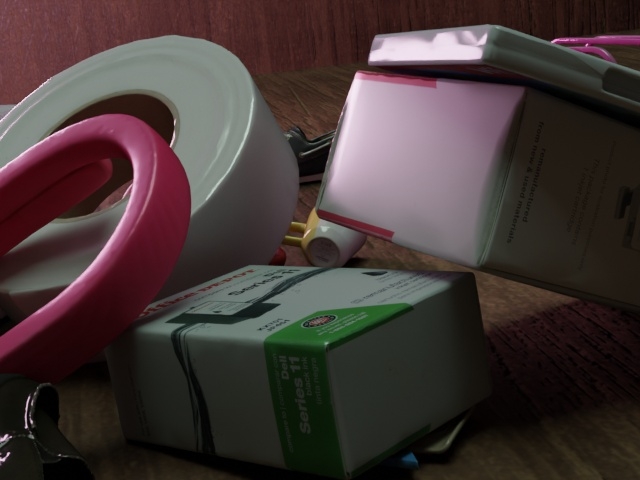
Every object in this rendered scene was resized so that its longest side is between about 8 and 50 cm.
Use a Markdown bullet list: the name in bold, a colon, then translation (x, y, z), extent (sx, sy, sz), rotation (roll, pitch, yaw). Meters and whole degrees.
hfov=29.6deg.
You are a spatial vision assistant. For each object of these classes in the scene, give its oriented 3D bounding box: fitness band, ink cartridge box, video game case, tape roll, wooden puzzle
- **fitness band**: translation (-0.214, 0.026, 0.846), extent (0.291, 0.054, 0.209), rotation (-35, 36, 13)
- **ink cartridge box**: translation (-0.019, 0.076, 0.788), extent (0.208, 0.086, 0.153), rotation (0, 15, 42)
- **ink cartridge box**: translation (0.173, -0.023, 0.863), extent (0.283, 0.117, 0.207), rotation (14, 2, -31)
- **video game case**: translation (0.195, -0.090, 0.813), extent (0.285, 0.025, 0.204), rotation (15, 3, -18)
- **tape roll**: translation (-0.165, -0.040, 1.020), extent (0.286, 0.100, 0.286), rotation (-14, 46, 15)
- **wooden puzzle**: translation (0.057, 0.120, 0.769), extent (0.079, 0.014, 0.116), rotation (-3, 13, 30)

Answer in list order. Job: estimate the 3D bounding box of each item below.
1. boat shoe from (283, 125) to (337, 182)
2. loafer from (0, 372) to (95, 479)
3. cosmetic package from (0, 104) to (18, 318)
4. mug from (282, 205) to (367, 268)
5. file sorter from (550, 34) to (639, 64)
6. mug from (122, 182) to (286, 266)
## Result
- **boat shoe**: translation (-0.042, -0.115, 1.622), extent (0.233, 0.079, 0.084), rotation (-9, 16, -6)
- **loafer**: translation (-0.163, 0.141, 0.671), extent (0.078, 0.080, 0.220), rotation (3, 18, -6)
- **cosmetic package**: translation (-0.391, 0.006, 1.035), extent (0.155, 0.197, 0.365), rotation (-2, 16, 18)
- **mug**: translation (0.004, 0.002, 1.188), extent (0.078, 0.062, 0.064), rotation (-24, 16, 23)
- **file sorter**: translation (0.251, -0.113, 1.273), extent (0.291, 0.182, 0.202), rotation (-15, 16, -32)
- **mug**: translation (-0.101, -0.004, 1.137), extent (0.150, 0.113, 0.169), rotation (-12, 18, -18)
